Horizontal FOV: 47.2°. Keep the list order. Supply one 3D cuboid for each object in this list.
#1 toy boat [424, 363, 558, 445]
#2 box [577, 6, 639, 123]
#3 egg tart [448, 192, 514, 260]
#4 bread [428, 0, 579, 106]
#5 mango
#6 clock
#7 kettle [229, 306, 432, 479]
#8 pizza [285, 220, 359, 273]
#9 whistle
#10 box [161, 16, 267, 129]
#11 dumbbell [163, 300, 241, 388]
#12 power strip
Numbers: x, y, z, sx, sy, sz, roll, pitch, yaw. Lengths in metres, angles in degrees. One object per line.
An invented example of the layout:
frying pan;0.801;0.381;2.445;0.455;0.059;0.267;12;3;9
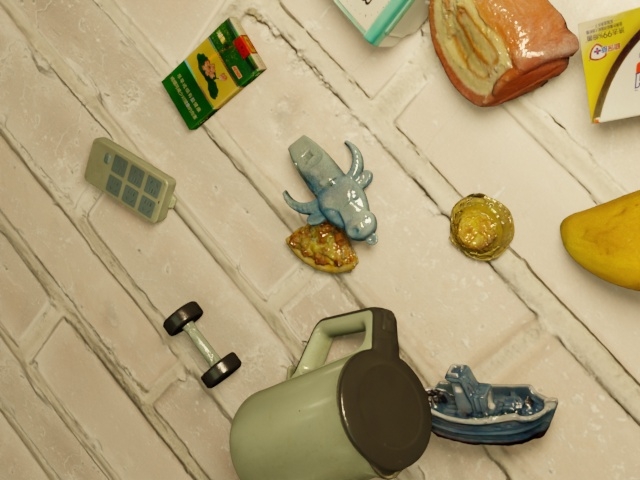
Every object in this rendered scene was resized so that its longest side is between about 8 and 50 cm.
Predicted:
toy boat;0.297;0.305;1.389;0.309;0.129;0.143;-3;115;34
box;0.540;-0.279;1.101;0.265;0.097;0.169;-4;95;37
egg tart;0.292;-0.021;1.357;0.130;0.052;0.130;8;109;25
bread;0.285;-0.345;1.220;0.244;0.123;0.190;59;152;16
mango;0.531;-0.004;1.172;0.316;0.119;0.177;2;76;44
clock;0.130;-0.507;1.284;0.262;0.116;0.231;-49;66;30
kettle;0.023;0.324;1.472;0.376;0.250;0.361;-34;40;46
pizza;0.000;0.001;1.528;0.175;0.046;0.134;11;108;27
whistle;0.029;-0.098;1.461;0.180;0.093;0.269;-40;81;6
box;-0.232;-0.355;1.574;0.235;0.034;0.132;-34;85;31
dumbbell;-0.277;0.243;1.715;0.100;0.100;0.191;-43;79;30
power strip;-0.457;-0.147;1.747;0.270;0.046;0.118;31;116;20
